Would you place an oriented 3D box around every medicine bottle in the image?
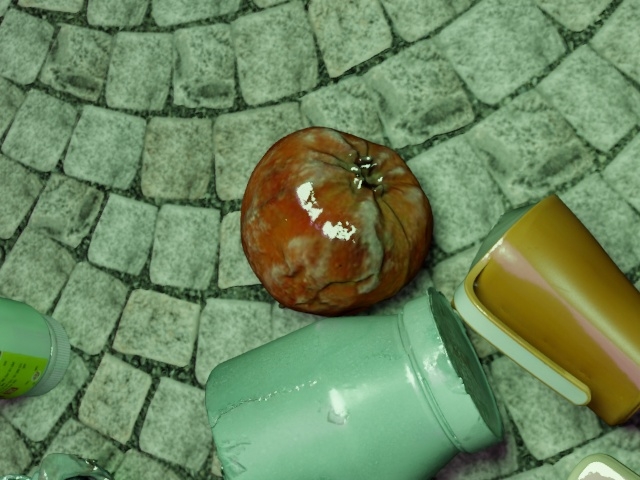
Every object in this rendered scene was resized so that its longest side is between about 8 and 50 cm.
[{"bbox_3d":[0.046,0.200,1.385,0.290,0.245,0.245,-26,72,15],"label":"medicine bottle"},{"bbox_3d":[-0.448,0.144,1.583,0.139,0.225,0.139,-4,79,19],"label":"medicine bottle"}]

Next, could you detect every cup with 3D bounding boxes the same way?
[{"bbox_3d":[0.277,0.089,1.350,0.264,0.226,0.182,44,130,15],"label":"cup"}]

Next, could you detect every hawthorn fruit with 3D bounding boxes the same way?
[{"bbox_3d":[0.000,0.000,1.468,0.242,0.242,0.272,57,132,20],"label":"hawthorn fruit"}]

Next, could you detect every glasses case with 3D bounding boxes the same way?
[{"bbox_3d":[0.373,0.324,1.349,0.196,0.050,0.083,37,95,22],"label":"glasses case"}]

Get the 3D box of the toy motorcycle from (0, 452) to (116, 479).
[{"bbox_3d":[-0.322,0.436,1.504,0.241,0.182,0.319,-16,73,16],"label":"toy motorcycle"}]
